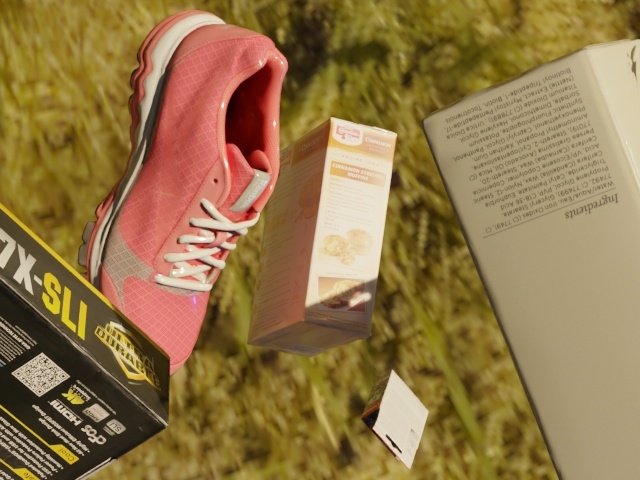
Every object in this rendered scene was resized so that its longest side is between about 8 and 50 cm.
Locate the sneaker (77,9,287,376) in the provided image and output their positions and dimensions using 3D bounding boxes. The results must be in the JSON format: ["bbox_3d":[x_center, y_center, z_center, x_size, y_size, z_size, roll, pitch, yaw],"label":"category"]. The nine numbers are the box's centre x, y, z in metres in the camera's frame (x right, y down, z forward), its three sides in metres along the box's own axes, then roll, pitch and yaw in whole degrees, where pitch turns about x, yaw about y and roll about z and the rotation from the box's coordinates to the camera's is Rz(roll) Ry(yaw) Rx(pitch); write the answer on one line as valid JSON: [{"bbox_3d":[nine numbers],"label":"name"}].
[{"bbox_3d":[-0.104,-0.031,1.532,0.116,0.136,0.313,8,94,-45],"label":"sneaker"}]

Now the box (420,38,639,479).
[{"bbox_3d":[0.164,0.035,1.030,0.113,0.094,0.275,-20,90,29],"label":"box"}]

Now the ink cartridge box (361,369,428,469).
[{"bbox_3d":[0.074,0.189,1.928,0.029,0.115,0.063,-34,105,26],"label":"ink cartridge box"}]

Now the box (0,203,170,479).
[{"bbox_3d":[-0.294,0.070,1.219,0.257,0.079,0.322,-32,123,21],"label":"box"}]

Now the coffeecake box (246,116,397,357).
[{"bbox_3d":[0.000,0.000,1.677,0.068,0.142,0.185,13,74,-19],"label":"coffeecake box"}]
